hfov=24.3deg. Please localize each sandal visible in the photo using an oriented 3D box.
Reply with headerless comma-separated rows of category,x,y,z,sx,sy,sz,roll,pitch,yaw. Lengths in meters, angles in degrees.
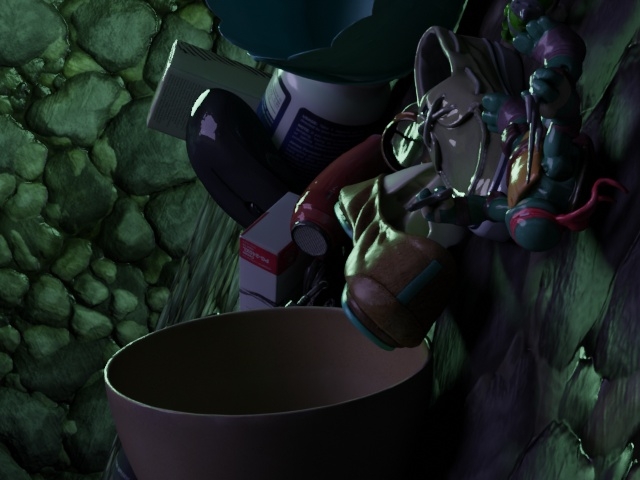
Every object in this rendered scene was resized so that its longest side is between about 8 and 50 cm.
sandal,0.095,-0.097,1.593,0.219,0.060,0.090,-92,24,-63

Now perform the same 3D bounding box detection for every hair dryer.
hair dryer,0.000,0.000,1.778,0.293,0.080,0.223,-60,-5,-1

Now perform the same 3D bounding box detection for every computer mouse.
computer mouse,-0.089,-0.077,1.919,0.072,0.272,0.188,-31,-11,-42

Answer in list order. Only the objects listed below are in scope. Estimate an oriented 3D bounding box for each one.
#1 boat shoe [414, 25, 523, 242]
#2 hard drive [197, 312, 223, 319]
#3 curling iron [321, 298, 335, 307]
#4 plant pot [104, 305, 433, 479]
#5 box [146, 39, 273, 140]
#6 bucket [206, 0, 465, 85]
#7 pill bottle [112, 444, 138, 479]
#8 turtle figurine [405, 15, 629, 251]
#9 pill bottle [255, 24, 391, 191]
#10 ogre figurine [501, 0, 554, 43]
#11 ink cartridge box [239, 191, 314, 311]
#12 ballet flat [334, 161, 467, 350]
boat shoe,0.130,-0.099,1.334,0.302,0.094,0.109,-90,22,-60
hard drive,-0.098,0.214,1.682,0.172,0.054,0.254,3,96,58
curling iron,-0.023,0.200,1.729,0.068,0.035,0.274,149,139,-83
plant pot,-0.037,0.190,1.310,0.284,0.284,0.191,-114,19,-75
box,-0.102,-0.182,2.143,0.094,0.275,0.113,-88,21,-58
bucket,0.026,-0.314,1.705,0.281,0.183,0.281,-7,78,34
pill bottle,-0.228,0.284,2.337,0.130,0.130,0.245,-100,31,-69
turtle figurine,0.151,-0.060,1.109,0.175,0.118,0.234,-44,17,35
pill bottle,0.001,-0.172,1.947,0.153,0.153,0.264,-81,15,-44
ogre figurine,0.197,-0.263,1.302,0.197,0.097,0.118,-55,4,18
ink cartridge box,-0.047,0.034,1.850,0.109,0.063,0.150,-44,-30,-40
ballet flat,0.083,-0.008,1.383,0.124,0.116,0.342,-45,9,13
